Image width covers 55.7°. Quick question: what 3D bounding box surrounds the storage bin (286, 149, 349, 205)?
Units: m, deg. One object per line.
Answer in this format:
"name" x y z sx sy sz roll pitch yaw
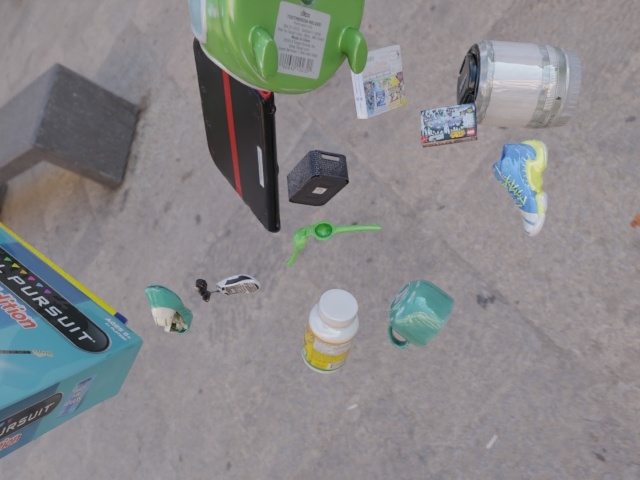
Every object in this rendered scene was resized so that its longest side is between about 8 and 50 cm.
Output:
"storage bin" -0.010 -0.177 1.757 0.180 0.122 0.084 -38 52 54

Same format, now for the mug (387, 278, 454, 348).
"mug" 0.197 0.157 1.281 0.157 0.097 0.129 -53 3 -2

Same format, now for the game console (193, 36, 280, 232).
"game console" -0.178 -0.249 1.361 0.342 0.060 0.386 48 152 35

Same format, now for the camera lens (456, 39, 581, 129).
"camera lens" 0.513 -0.409 1.602 0.275 0.219 0.219 4 70 -1

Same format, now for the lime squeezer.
"lime squeezer" 0.000 0.000 1.553 0.310 0.110 0.058 -23 33 32

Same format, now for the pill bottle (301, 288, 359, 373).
"pill bottle" 0.024 0.209 1.409 0.208 0.118 0.117 103 153 -48

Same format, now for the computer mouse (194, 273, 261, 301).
"computer mouse" -0.266 0.130 1.763 0.193 0.106 0.042 -9 55 7

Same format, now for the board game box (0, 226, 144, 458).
"board game box" -0.352 0.083 0.492 0.254 0.336 0.079 35 109 12

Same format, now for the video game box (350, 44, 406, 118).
"video game box" 0.179 -0.486 1.851 0.048 0.205 0.187 7 116 44

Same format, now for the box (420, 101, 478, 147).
"box" 0.319 -0.287 1.507 0.137 0.027 0.093 -6 72 21

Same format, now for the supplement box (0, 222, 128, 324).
"supplement box" -0.539 0.128 1.001 0.194 0.357 0.195 -48 5 47

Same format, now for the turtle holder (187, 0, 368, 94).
"turtle holder" -0.074 -0.365 0.811 0.243 0.320 0.227 -34 39 -27

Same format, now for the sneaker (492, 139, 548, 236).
"sneaker" 0.468 -0.127 1.443 0.126 0.091 0.240 6 72 4

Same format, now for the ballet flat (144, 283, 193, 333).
"ballet flat" -0.402 0.197 1.622 0.083 0.247 0.087 -1 65 9
